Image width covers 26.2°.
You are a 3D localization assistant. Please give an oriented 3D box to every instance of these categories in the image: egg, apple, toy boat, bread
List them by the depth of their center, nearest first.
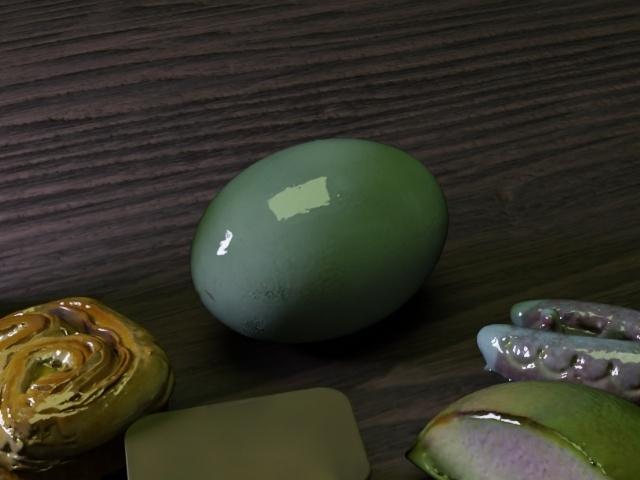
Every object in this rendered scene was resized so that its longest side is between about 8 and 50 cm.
[{"bbox_3d":[0.230,0.183,1.177,0.193,0.120,0.265,-16,33,-40],"label":"apple"},{"bbox_3d":[-0.243,0.139,1.282,0.198,0.120,0.236,-26,30,-27],"label":"bread"},{"bbox_3d":[0.271,0.095,1.311,0.227,0.085,0.155,14,19,28],"label":"toy boat"},{"bbox_3d":[0.000,0.000,1.419,0.283,0.203,0.203,-24,36,-19],"label":"egg"}]

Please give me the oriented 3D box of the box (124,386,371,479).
[{"bbox_3d":[-0.061,0.213,1.179,0.201,0.090,0.144,-9,31,-8],"label":"box"}]
